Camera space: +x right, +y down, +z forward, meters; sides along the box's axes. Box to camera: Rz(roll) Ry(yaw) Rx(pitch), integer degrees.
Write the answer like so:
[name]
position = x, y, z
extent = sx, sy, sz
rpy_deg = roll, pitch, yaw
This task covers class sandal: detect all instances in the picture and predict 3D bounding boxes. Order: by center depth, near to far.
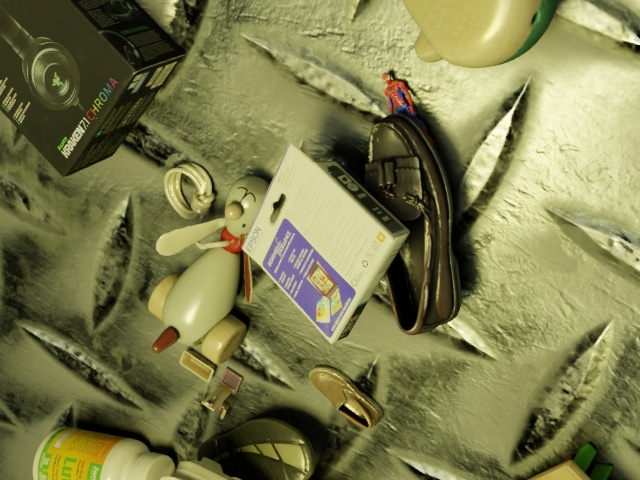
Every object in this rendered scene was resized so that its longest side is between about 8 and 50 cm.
[sandal]
position = -0.106, 0.363, 1.631
extent = 0.303, 0.086, 0.120
rpy_deg = -20, 79, 50

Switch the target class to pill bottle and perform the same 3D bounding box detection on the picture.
[pill bottle]
position = -0.399, 0.431, 1.779
extent = 0.245, 0.136, 0.136
rpy_deg = 4, 113, 26

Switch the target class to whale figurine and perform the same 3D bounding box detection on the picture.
[whale figurine]
position = 0.174, -0.323, 1.174
extent = 0.272, 0.141, 0.216
rpy_deg = 39, 127, 38

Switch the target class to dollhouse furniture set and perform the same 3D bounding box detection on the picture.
[dollhouse furniture set]
position = -0.211, 0.254, 1.636
extent = 0.114, 0.081, 0.091
rpy_deg = 32, 122, 12

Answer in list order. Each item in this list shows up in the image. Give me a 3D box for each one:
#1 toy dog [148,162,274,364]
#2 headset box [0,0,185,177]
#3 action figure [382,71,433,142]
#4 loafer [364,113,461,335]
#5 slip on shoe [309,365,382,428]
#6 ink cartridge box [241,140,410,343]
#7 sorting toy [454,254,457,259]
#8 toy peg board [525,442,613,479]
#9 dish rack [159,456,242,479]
[toy dog]
position = -0.187, 0.058, 1.491
extent = 0.220, 0.161, 0.334
rpy_deg = 15, 117, 22
[headset box]
position = -0.396, -0.290, 1.469
extent = 0.283, 0.131, 0.246
rpy_deg = 47, 124, 3
[action figure]
position = 0.115, -0.178, 1.310
extent = 0.038, 0.030, 0.115
rpy_deg = -23, 97, 38
[loafer]
position = 0.119, -0.018, 1.293
extent = 0.109, 0.095, 0.302
rpy_deg = -5, 103, 40
[slip on shoe]
position = 0.036, 0.253, 1.529
extent = 0.135, 0.041, 0.051
rpy_deg = 38, 124, 8
[ink cartridge box]
position = 0.000, 0.000, 1.321
extent = 0.208, 0.045, 0.206
rpy_deg = 45, 129, 22
[sorting toy]
position = 0.160, 0.031, 1.367
extent = 0.061, 0.042, 0.102
rpy_deg = 6, 114, 26
[toy peg board]
position = 0.382, 0.386, 1.396
extent = 0.161, 0.079, 0.160
rpy_deg = 46, 140, 4
[dish rack]
position = -0.138, 0.473, 1.619
extent = 0.285, 0.072, 0.333
rpy_deg = 27, 149, 3
